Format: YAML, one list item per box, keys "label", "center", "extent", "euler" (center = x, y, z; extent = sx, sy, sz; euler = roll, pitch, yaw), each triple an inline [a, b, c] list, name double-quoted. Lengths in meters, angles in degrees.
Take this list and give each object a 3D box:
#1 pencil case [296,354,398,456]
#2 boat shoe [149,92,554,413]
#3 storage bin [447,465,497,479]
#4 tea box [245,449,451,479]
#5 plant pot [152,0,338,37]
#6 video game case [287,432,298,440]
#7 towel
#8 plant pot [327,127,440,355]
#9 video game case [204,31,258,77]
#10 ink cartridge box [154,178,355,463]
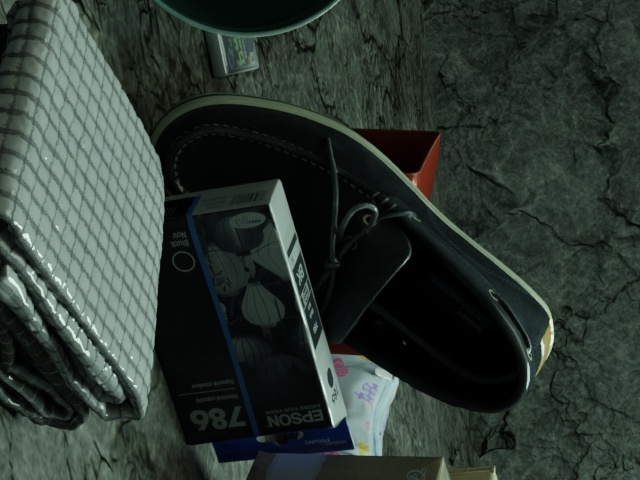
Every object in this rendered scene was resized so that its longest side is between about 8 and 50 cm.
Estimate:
- label: "pencil case"
  center: [0.036, 0.253, 1.805]
  extent: [0.273, 0.124, 0.113]
  euler: [-68, 147, -64]
- label: "boat shoe"
  center: [0.036, 0.016, 1.430]
  extent: [0.500, 0.187, 0.156]
  euler: [35, 25, -8]
- label: "storage bin"
  center: [0.116, 0.433, 1.787]
  extent: [0.262, 0.260, 0.123]
  euler: [-73, 152, -62]
- label: "tea box"
  center: [0.027, 0.441, 1.379]
  extent: [0.329, 0.220, 0.323]
  euler: [-67, 149, -47]
- label: "plant pot"
  center: [-0.100, -0.364, 1.457]
  extent: [0.196, 0.293, 0.293]
  euler: [-155, -127, -74]
- label: "video game case"
  center: [-0.025, 0.255, 1.849]
  extent: [0.119, 0.015, 0.166]
  euler: [51, 33, -64]
- label: "towel"
  center: [-0.215, -0.018, 1.011]
  extent: [0.283, 0.121, 0.235]
  euler: [66, 22, -53]
- label: "plant pot"
  center: [0.000, 0.000, 1.647]
  extent: [0.267, 0.267, 0.235]
  euler: [-53, 144, -72]
- label: "video game case"
  center: [-0.128, -0.314, 1.782]
  extent: [0.173, 0.022, 0.190]
  euler: [-42, 122, -74]
- label: "ink cartridge box"
  center: [-0.080, 0.106, 1.385]
  extent: [0.065, 0.165, 0.332]
  euler: [-73, 150, -60]
